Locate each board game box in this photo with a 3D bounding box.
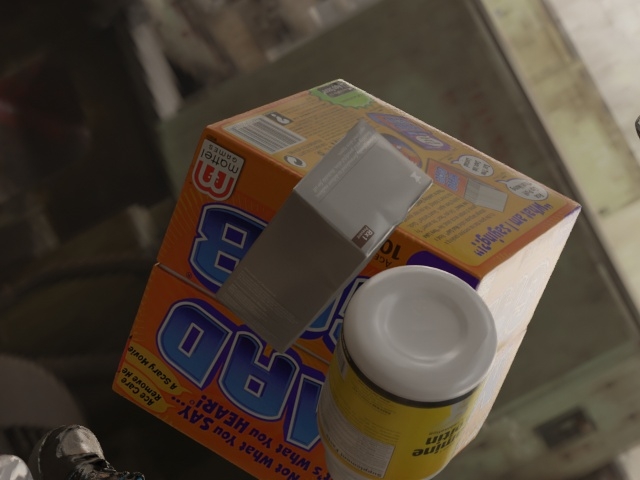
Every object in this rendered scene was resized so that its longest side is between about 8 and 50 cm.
[{"bbox_3d":[0.036,0.065,2.054,0.356,0.356,0.356,29,24,17],"label":"board game box"}]

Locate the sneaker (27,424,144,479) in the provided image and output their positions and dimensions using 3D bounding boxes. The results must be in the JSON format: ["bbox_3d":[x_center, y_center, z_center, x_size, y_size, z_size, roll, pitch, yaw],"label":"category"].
[{"bbox_3d":[-0.234,0.305,1.918,0.125,0.140,0.341,47,9,-32],"label":"sneaker"}]

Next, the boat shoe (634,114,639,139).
[{"bbox_3d":[0.386,-0.045,1.594,0.105,0.113,0.306,68,-13,-23],"label":"boat shoe"}]

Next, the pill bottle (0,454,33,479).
[{"bbox_3d":[-0.436,0.301,1.734,0.160,0.283,0.160,-3,90,-85],"label":"pill bottle"}]

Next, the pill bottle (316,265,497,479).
[{"bbox_3d":[0.053,0.106,1.184,0.184,0.103,0.103,104,-32,-54],"label":"pill bottle"}]

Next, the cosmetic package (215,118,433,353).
[{"bbox_3d":[0.000,0.000,1.709,0.107,0.127,0.238,40,-37,4],"label":"cosmetic package"}]
